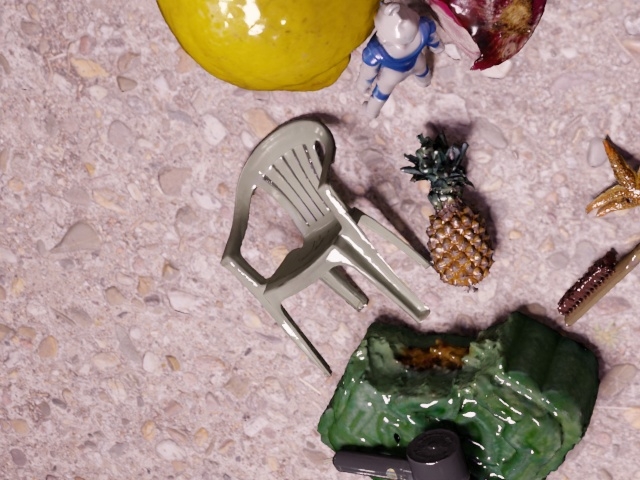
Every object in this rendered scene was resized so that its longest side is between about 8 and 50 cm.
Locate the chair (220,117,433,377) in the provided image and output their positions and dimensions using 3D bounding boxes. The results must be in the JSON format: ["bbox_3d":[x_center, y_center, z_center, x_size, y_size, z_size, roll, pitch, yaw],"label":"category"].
[{"bbox_3d":[0.000,0.000,1.355,0.203,0.190,0.274,-33,108,32],"label":"chair"}]

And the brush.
[{"bbox_3d":[0.374,0.019,1.260,0.036,0.043,0.248,36,130,-2],"label":"brush"}]

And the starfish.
[{"bbox_3d":[0.388,-0.067,1.218,0.130,0.041,0.133,17,123,13],"label":"starfish"}]

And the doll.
[{"bbox_3d":[0.090,-0.216,1.165,0.114,0.227,0.057,-27,76,-5],"label":"doll"}]

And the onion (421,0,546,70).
[{"bbox_3d":[0.170,-0.299,1.140,0.135,0.198,0.173,-34,147,2],"label":"onion"}]

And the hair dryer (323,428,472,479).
[{"bbox_3d":[0.097,0.307,1.346,0.219,0.071,0.124,1,118,34],"label":"hair dryer"}]

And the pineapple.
[{"bbox_3d":[0.166,-0.028,1.300,0.083,0.103,0.221,-6,115,27],"label":"pineapple"}]

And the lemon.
[{"bbox_3d":[-0.068,-0.320,1.138,0.286,0.285,0.316,-7,147,27],"label":"lemon"}]

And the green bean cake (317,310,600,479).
[{"bbox_3d":[0.179,0.224,1.394,0.308,0.169,0.300,31,125,7],"label":"green bean cake"}]
